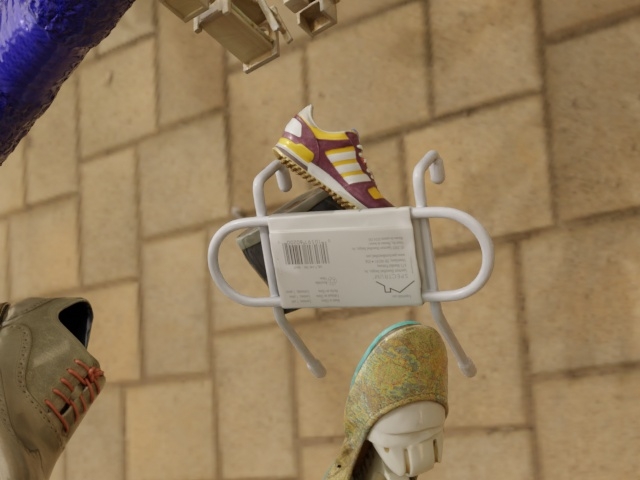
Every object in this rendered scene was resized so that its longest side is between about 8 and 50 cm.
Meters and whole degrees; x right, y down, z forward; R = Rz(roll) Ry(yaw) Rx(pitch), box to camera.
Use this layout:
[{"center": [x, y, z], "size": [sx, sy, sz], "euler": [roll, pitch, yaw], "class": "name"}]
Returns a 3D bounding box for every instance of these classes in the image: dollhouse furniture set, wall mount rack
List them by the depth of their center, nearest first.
[{"center": [0.053, 0.051, 1.474], "size": [0.350, 0.130, 0.304], "euler": [-2, 109, 21], "class": "wall mount rack"}, {"center": [-0.091, -0.334, 1.592], "size": [0.161, 0.182, 0.101], "euler": [-25, 51, 27], "class": "dollhouse furniture set"}]

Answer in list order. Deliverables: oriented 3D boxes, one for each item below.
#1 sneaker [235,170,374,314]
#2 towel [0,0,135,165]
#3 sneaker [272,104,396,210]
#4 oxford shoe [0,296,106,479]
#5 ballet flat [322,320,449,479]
[{"center": [0.000, 0.000, 1.546], "size": [0.083, 0.222, 0.118], "euler": [-15, 105, 56], "class": "sneaker"}, {"center": [-0.166, -0.151, 0.703], "size": [0.308, 0.076, 0.228], "euler": [-42, 27, 30], "class": "towel"}, {"center": [0.038, -0.086, 1.466], "size": [0.084, 0.185, 0.069], "euler": [-56, 8, -5], "class": "sneaker"}, {"center": [-0.282, 0.152, 1.223], "size": [0.348, 0.130, 0.123], "euler": [-109, 3, -57], "class": "oxford shoe"}, {"center": [0.079, 0.234, 1.357], "size": [0.123, 0.123, 0.349], "euler": [56, 146, 33], "class": "ballet flat"}]
